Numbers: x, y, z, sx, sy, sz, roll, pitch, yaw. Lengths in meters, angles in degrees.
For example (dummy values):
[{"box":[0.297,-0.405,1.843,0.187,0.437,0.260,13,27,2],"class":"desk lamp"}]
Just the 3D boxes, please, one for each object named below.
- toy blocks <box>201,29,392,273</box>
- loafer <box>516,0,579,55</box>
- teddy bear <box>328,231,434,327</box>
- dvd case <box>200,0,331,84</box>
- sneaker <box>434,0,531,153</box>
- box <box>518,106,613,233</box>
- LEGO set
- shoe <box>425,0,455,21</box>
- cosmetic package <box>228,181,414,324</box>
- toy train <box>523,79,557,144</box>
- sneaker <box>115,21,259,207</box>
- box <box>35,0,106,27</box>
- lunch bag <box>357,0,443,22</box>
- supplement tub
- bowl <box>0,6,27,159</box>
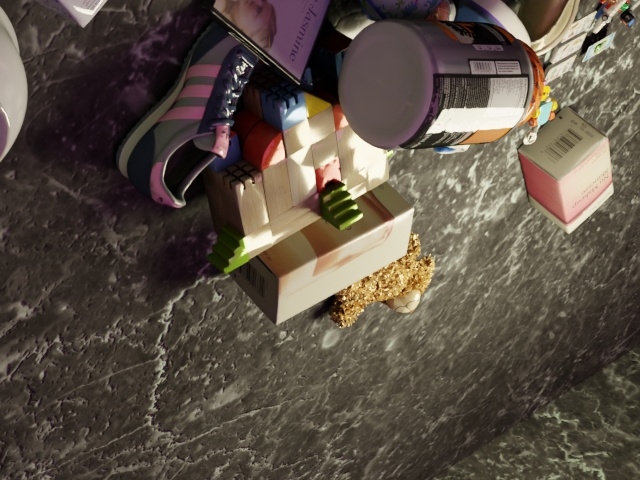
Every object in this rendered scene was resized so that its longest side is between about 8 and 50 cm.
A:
[{"box":[-0.042,-0.156,1.810,0.381,0.191,0.261,-31,134,-25],"class":"toy blocks"},{"box":[0.407,-0.449,2.047,0.092,0.102,0.268,31,86,-46],"class":"loafer"},{"box":[0.108,0.073,2.284,0.245,0.113,0.338,-41,149,-3],"class":"teddy bear"},{"box":[-0.063,-0.343,1.615,0.253,0.022,0.180,31,76,-59],"class":"dvd case"},{"box":[0.243,-0.268,2.027,0.236,0.130,0.323,-47,155,-6],"class":"sneaker"},{"box":[0.529,-0.148,2.512,0.148,0.127,0.232,-42,148,-7],"class":"box"},{"box":[0.535,-0.425,2.301,0.244,0.060,0.182,-30,158,-21],"class":"LEGO set"},{"box":[0.163,-0.318,1.946,0.081,0.063,0.178,-15,132,-38],"class":"shoe"},{"box":[0.000,0.000,2.032,0.296,0.153,0.129,-28,146,-29],"class":"cosmetic package"},{"box":[0.401,-0.262,2.310,0.125,0.046,0.166,-47,146,4],"class":"toy train"},{"box":[-0.149,-0.185,1.655,0.319,0.131,0.112,-54,147,9],"class":"sneaker"},{"box":[-0.260,-0.403,1.234,0.262,0.127,0.231,-55,151,-8],"class":"box"},{"box":[0.119,-0.390,1.774,0.129,0.096,0.151,-47,159,3],"class":"lunch bag"},{"box":[0.194,-0.239,1.794,0.316,0.193,0.193,-9,133,-47],"class":"supplement tub"},{"box":[-0.451,-0.144,1.344,0.298,0.134,0.298,-30,146,-23],"class":"bowl"}]
